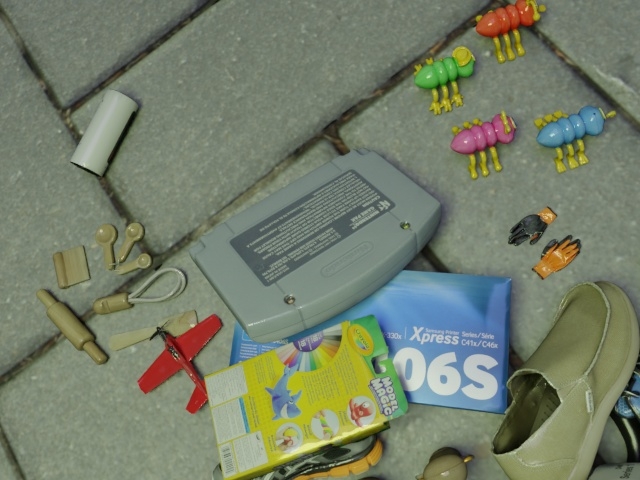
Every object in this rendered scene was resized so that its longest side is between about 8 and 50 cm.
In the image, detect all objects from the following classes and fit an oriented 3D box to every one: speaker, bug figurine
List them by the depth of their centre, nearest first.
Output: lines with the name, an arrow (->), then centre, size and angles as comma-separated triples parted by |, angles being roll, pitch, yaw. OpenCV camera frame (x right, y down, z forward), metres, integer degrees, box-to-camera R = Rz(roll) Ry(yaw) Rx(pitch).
bug figurine -> 0.256, -0.213, 0.801 | 0.216, 0.072, 0.279 | -24, 72, 5
speaker -> -0.350, -0.173, 0.933 | 0.055, 0.055, 0.136 | 21, 80, 17

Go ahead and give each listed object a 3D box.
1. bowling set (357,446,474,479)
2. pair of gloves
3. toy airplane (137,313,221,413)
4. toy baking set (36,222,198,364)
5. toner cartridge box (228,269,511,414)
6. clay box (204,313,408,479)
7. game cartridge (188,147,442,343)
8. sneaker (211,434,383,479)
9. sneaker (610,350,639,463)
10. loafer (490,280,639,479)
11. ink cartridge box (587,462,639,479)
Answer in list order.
bowling set -> 0.068, 0.362, 0.642 | 0.287, 0.154, 0.200 | -25, 71, 5
pair of gloves -> 0.297, 0.002, 0.766 | 0.074, 0.010, 0.083 | -37, 70, 1
toy airplane -> -0.189, 0.179, 0.811 | 0.151, 0.028, 0.151 | -2, 76, 8
toy baking set -> -0.310, 0.081, 0.868 | 0.197, 0.030, 0.256 | -45, 71, -2
toner cartridge box -> 0.063, 0.122, 0.751 | 0.348, 0.075, 0.165 | 3, 75, 13
clay box -> -0.017, 0.184, 0.675 | 0.222, 0.053, 0.127 | -21, 61, 6
game cartridge -> 0.000, 0.000, 0.745 | 0.294, 0.060, 0.196 | -32, 47, -16
sneaker -> -0.034, 0.257, 0.721 | 0.215, 0.084, 0.083 | -17, 105, -2
sneaker -> 0.387, 0.151, 0.644 | 0.147, 0.130, 0.330 | 5, 76, 11
loafer -> 0.268, 0.153, 0.637 | 0.092, 0.102, 0.268 | 32, 68, -13
ink cartridge box -> 0.313, 0.353, 0.481 | 0.117, 0.201, 0.278 | -19, 79, 34
